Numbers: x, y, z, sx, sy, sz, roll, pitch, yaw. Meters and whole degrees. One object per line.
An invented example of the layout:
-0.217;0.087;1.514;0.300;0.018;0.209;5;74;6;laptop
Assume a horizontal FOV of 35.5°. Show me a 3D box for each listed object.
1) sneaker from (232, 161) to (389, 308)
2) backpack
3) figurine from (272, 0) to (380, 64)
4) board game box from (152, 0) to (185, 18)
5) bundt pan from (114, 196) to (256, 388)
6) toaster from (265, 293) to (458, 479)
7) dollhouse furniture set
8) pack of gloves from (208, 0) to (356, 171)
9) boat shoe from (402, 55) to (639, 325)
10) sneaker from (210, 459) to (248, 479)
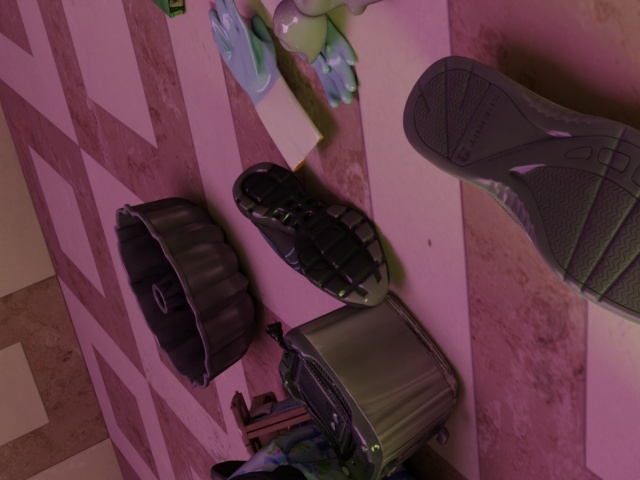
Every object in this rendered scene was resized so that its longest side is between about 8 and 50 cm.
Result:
0.000;0.000;1.224;0.267;0.101;0.106;44;170;38;sneaker
-0.010;0.357;1.260;0.290;0.355;0.273;-53;51;26;backpack
-0.028;-0.292;0.983;0.215;0.092;0.209;63;158;3;figurine
-0.234;-0.442;1.337;0.136;0.030;0.260;44;148;35;board game box
-0.215;0.072;1.662;0.331;0.124;0.331;46;150;36;bundt pan
0.053;0.160;1.167;0.227;0.146;0.129;51;152;27;toaster
-0.051;0.263;1.553;0.184;0.129;0.129;-81;-29;-79;dollhouse furniture set
-0.037;-0.225;1.143;0.232;0.046;0.195;58;143;10;pack of gloves
0.196;-0.038;0.761;0.320;0.103;0.118;39;106;39;boat shoe
-0.085;0.417;1.521;0.227;0.087;0.130;14;107;37;sneaker
